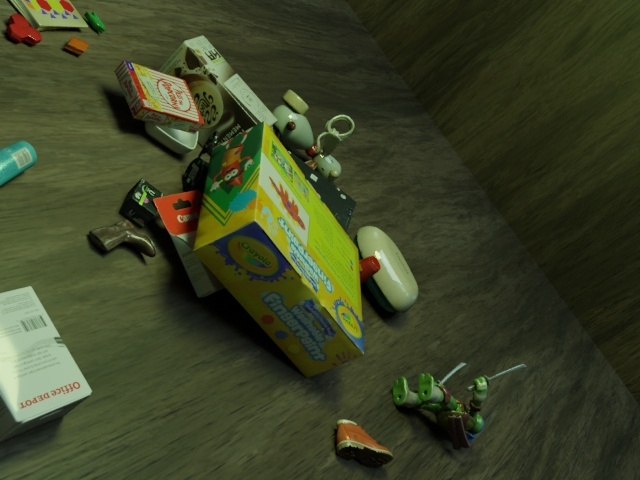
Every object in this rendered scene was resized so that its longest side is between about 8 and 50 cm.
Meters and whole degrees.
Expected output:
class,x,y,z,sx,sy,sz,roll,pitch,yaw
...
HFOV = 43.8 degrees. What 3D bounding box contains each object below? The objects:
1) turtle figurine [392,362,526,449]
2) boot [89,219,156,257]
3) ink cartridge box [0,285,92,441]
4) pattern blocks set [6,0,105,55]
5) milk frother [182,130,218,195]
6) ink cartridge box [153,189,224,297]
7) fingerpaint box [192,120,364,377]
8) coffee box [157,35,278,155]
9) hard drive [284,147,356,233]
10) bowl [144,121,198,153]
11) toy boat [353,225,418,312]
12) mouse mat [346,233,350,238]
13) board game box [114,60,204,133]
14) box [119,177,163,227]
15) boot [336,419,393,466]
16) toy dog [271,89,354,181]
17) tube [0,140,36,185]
class,x,y,z,sx,sy,sz,roll,pitch,yaw
turtle figurine,0.330,0.377,2.052,0.266,0.275,0.198,24,3,-34
boot,-0.394,0.007,1.585,0.106,0.037,0.114,40,23,9
ink cartridge box,-0.467,0.186,1.206,0.203,0.086,0.148,57,29,10
pattern blocks set,-0.656,-0.555,1.891,0.285,0.026,0.325,57,28,12
milk frother,-0.240,-0.170,1.915,0.134,0.143,0.129,24,30,-37
ink cartridge box,-0.248,-0.005,1.741,0.189,0.066,0.232,-22,92,-64
fingerpaint box,-0.081,0.023,1.793,0.445,0.163,0.371,52,22,-34
coffee box,-0.278,-0.356,2.061,0.297,0.168,0.119,48,28,-5
hard drive,-0.066,-0.134,2.174,0.339,0.064,0.237,37,30,-10
bowl,-0.371,-0.277,1.950,0.142,0.053,0.142,34,31,-29
toy boat,0.137,0.090,2.190,0.268,0.148,0.318,63,22,12
mouse mat,0.000,0.000,2.157,0.152,0.007,0.190,26,32,-1
board game box,-0.382,-0.339,1.900,0.193,0.045,0.147,7,50,-53
box,-0.380,-0.080,1.695,0.062,0.052,0.083,38,29,-22
boot,0.097,0.446,1.763,0.158,0.059,0.085,30,29,-32
toy dog,-0.036,-0.289,2.330,0.333,0.220,0.161,20,17,-30
tube,-0.597,-0.122,1.434,0.080,0.052,0.207,44,33,-3
